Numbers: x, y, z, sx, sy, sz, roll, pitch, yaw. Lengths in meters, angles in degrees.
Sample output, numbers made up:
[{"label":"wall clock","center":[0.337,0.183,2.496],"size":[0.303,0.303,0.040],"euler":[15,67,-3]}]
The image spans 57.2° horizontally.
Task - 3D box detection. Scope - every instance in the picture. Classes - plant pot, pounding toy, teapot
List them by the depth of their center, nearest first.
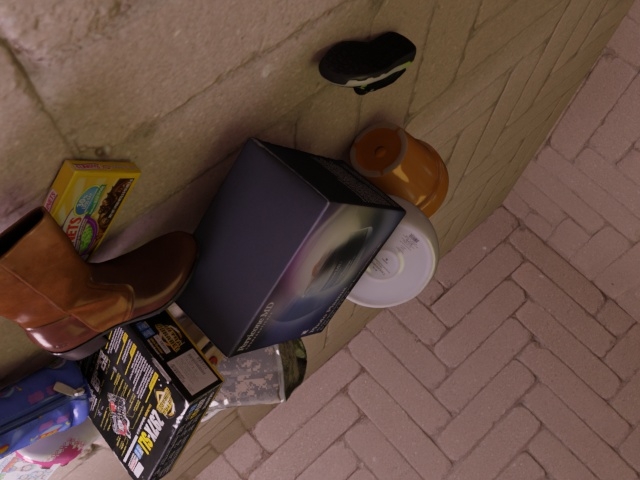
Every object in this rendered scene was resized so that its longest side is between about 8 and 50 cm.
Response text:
[{"label":"teapot","center":[0.115,-0.002,1.213],"size":[0.187,0.252,0.256],"euler":[-92,-179,-59]},{"label":"pounding toy","center":[-0.250,0.272,1.256],"size":[0.269,0.155,0.154],"euler":[-44,138,-35]},{"label":"plant pot","center":[0.156,-0.155,1.278],"size":[0.205,0.205,0.188],"euler":[-46,147,4]}]

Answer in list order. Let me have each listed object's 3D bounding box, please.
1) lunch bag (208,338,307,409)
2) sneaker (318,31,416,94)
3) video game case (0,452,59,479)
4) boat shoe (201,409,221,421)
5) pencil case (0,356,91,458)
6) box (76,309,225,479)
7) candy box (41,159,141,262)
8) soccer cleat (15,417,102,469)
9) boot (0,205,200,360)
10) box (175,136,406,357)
[{"label":"lunch bag","center":[-0.172,0.313,1.483],"size":[0.235,0.169,0.287],"euler":[-8,177,9]},{"label":"sneaker","center":[0.079,-0.274,0.976],"size":[0.234,0.084,0.097],"euler":[-29,158,-42]},{"label":"video game case","center":[-0.599,0.458,1.160],"size":[0.157,0.019,0.143],"euler":[-48,141,12]},{"label":"boat shoe","center":[-0.348,0.433,1.566],"size":[0.156,0.136,0.367],"euler":[-47,160,8]},{"label":"pencil case","center":[-0.492,0.276,0.887],"size":[0.133,0.119,0.306],"euler":[-20,179,34]},{"label":"box","center":[-0.311,0.240,0.991],"size":[0.079,0.257,0.322],"euler":[-27,155,-47]},{"label":"candy box","center":[-0.321,-0.017,0.759],"size":[0.206,0.027,0.105],"euler":[-52,158,24]},{"label":"soccer cleat","center":[-0.462,0.343,1.172],"size":[0.143,0.116,0.331],"euler":[-62,164,3]},{"label":"boot","center":[-0.302,0.025,0.763],"size":[0.264,0.096,0.280],"euler":[-32,154,-10]},{"label":"box","center":[-0.051,0.015,0.984],"size":[0.296,0.183,0.294],"euler":[-57,155,18]}]
